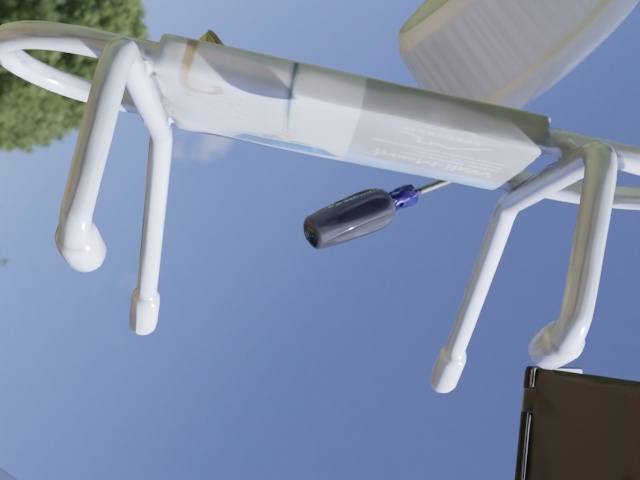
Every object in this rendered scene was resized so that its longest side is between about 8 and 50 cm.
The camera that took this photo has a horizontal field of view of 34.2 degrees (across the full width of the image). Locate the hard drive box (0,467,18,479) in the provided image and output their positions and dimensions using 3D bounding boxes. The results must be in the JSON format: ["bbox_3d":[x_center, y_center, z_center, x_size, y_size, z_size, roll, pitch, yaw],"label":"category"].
[{"bbox_3d":[-0.102,0.198,0.336,0.181,0.232,0.089,-54,177,-10],"label":"hard drive box"}]

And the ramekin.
[{"bbox_3d":[0.201,-0.241,1.102,0.273,0.127,0.273,-41,-170,9],"label":"ramekin"}]

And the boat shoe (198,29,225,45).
[{"bbox_3d":[-0.117,-0.159,1.062,0.060,0.064,0.178,-37,175,-6],"label":"boat shoe"}]

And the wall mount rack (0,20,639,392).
[{"bbox_3d":[0.000,0.000,0.545,0.304,0.350,0.131,110,-8,-82],"label":"wall mount rack"}]

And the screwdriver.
[{"bbox_3d":[0.064,-0.030,0.585,0.170,0.024,0.025,-20,168,-28],"label":"screwdriver"}]

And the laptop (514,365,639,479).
[{"bbox_3d":[0.357,0.356,1.261,0.236,0.408,0.382,5,-95,27],"label":"laptop"}]
